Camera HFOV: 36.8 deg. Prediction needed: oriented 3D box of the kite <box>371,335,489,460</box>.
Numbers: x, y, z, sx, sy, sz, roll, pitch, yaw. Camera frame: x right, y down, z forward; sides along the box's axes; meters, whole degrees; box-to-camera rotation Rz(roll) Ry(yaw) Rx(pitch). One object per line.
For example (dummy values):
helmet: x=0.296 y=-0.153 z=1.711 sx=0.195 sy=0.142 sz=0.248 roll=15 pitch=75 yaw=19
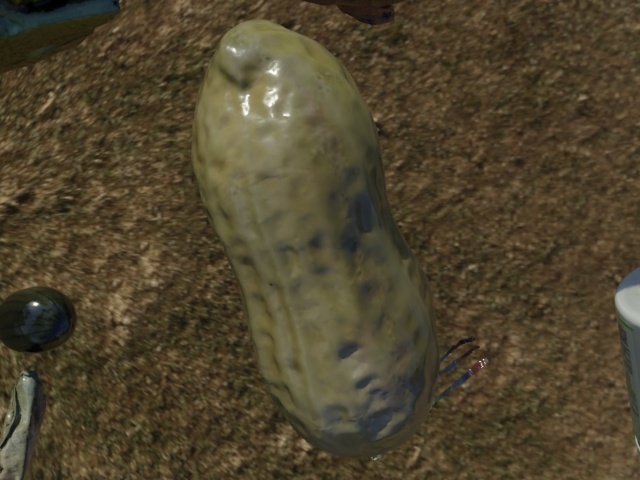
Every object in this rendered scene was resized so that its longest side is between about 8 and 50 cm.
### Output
kite: x=0.151 y=0.237 z=1.494 sx=0.245 sy=0.141 sz=0.015 roll=-38 pitch=120 yaw=9

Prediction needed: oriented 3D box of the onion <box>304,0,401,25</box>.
onion: x=0.043 y=-0.444 z=1.270 sx=0.399 sy=0.420 sz=0.398 roll=2 pitch=66 yaw=-5

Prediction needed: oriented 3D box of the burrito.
burrito: x=-0.355 y=0.230 z=1.134 sx=0.041 sy=0.055 sz=0.149 roll=6 pitch=60 yaw=0

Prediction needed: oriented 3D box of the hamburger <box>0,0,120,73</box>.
hamburger: x=-0.317 y=-0.262 z=0.922 sx=0.192 sy=0.288 sz=0.167 roll=-18 pitch=95 yaw=-32

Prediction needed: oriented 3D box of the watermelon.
watermelon: x=-0.333 y=0.093 z=1.120 sx=0.078 sy=0.111 sz=0.078 roll=24 pitch=61 yaw=-53

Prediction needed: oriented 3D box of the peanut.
peanut: x=0.000 y=0.000 z=0.457 sx=0.099 sy=0.090 sz=0.214 roll=-33 pitch=111 yaw=-45

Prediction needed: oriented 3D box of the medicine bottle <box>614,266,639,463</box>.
medicine bottle: x=0.285 y=0.109 z=0.757 sx=0.086 sy=0.086 sz=0.183 roll=-32 pitch=125 yaw=-19
